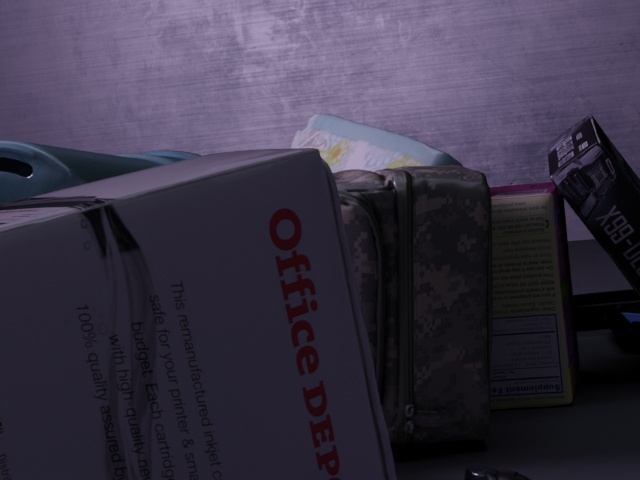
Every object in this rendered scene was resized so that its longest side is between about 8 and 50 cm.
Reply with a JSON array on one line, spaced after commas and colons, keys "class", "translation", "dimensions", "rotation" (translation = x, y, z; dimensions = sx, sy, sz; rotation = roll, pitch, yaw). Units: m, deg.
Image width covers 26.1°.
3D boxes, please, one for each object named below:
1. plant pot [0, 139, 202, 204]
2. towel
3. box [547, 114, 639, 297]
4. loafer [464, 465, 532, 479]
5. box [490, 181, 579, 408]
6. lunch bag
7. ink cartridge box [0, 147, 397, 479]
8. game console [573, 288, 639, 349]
[{"class": "plant pot", "translation": [-0.252, 0.044, 1.464], "dimensions": [0.341, 0.341, 0.334], "rotation": [-4, -8, 21]}, {"class": "towel", "translation": [0.000, 0.000, 1.749], "dimensions": [0.090, 0.320, 0.374], "rotation": [36, -5, -26]}, {"class": "box", "translation": [0.399, 0.001, 1.702], "dimensions": [0.076, 0.307, 0.242], "rotation": [-37, 4, 15]}, {"class": "loafer", "translation": [0.154, 0.208, 1.076], "dimensions": [0.061, 0.062, 0.170], "rotation": [-1, 6, -3]}, {"class": "box", "translation": [0.238, 0.059, 1.650], "dimensions": [0.117, 0.243, 0.213], "rotation": [-4, 4, 13]}, {"class": "lunch bag", "translation": [0.041, 0.070, 1.450], "dimensions": [0.256, 0.305, 0.212], "rotation": [0, 6, -4]}, {"class": "ink cartridge box", "translation": [-0.169, 0.120, 0.871], "dimensions": [0.395, 0.286, 0.166], "rotation": [-17, 11, -31]}, {"class": "game console", "translation": [0.475, 0.108, 1.989], "dimensions": [0.213, 0.044, 0.361], "rotation": [-6, 5, 5]}]
